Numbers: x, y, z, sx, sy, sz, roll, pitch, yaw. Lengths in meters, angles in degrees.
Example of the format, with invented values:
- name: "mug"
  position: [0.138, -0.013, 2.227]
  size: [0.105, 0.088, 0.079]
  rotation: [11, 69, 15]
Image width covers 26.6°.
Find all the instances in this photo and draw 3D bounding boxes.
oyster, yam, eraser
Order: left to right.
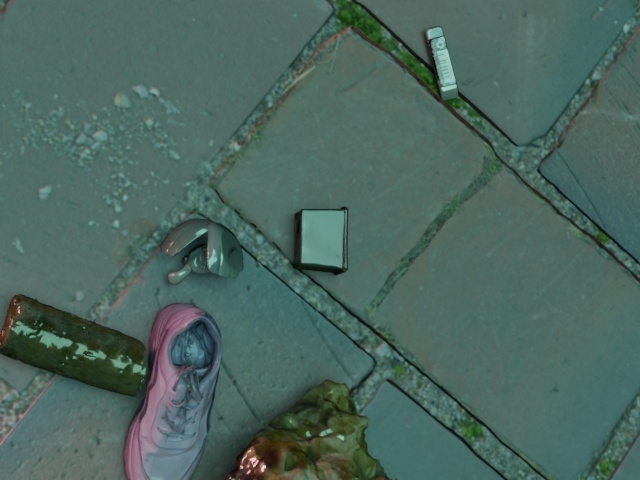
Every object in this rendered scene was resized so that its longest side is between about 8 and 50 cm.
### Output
- name: "yam"
  position: [-0.292, 0.126, 1.602]
  size: [0.179, 0.078, 0.078]
  rotation: [20, 78, -15]
- name: "oyster"
  position: [-0.022, 0.286, 1.566]
  size: [0.238, 0.351, 0.114]
  rotation: [0, 121, 19]
- name: "eraser"
  position: [0.163, -0.239, 1.822]
  size: [0.027, 0.019, 0.099]
  rotation: [-15, 88, -5]

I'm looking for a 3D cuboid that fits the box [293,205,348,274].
- name: "box"
  position: [0.000, 0.000, 1.722]
  size: [0.063, 0.060, 0.084]
  rotation: [2, 84, -13]

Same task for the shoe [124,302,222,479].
- name: "shoe"
  position: [-0.169, 0.191, 1.602]
  size: [0.095, 0.137, 0.245]
  rotation: [11, 80, -12]

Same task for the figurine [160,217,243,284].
- name: "figurine"
  position: [-0.146, 0.012, 1.666]
  size: [0.082, 0.086, 0.094]
  rotation: [67, 28, -16]
